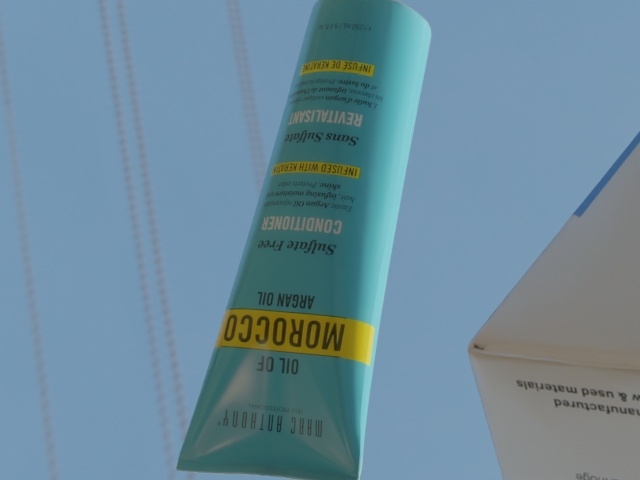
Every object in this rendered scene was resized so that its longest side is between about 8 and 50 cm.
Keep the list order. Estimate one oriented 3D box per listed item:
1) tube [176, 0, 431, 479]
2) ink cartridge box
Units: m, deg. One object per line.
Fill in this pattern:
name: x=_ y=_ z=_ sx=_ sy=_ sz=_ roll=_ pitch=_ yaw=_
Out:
tube: x=0.000 y=0.000 z=0.819 sx=0.080 sy=0.052 sz=0.207 roll=1 pitch=-112 yaw=31
ink cartridge box: x=0.133 y=0.077 z=0.619 sx=0.086 sy=0.203 sz=0.148 roll=4 pitch=-144 yaw=34
